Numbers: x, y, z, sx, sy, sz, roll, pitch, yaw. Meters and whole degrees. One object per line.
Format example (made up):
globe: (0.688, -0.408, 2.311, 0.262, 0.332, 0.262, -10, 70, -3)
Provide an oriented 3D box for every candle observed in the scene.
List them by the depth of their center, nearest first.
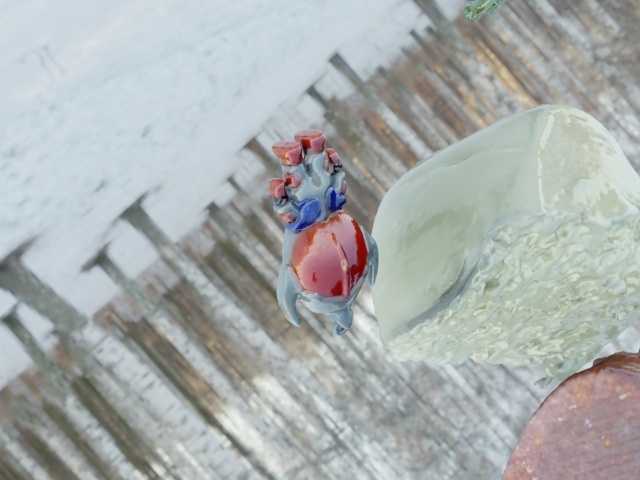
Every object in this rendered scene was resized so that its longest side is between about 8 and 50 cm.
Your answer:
candle: (0.273, 0.278, 1.040, 0.287, 0.317, 0.131, -25, 167, 36)

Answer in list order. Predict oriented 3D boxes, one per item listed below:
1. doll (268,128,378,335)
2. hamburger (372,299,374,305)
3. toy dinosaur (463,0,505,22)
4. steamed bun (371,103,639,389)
doll: (-0.001, 0.000, 0.952, 0.062, 0.194, 0.104, 3, -151, 31)
hamburger: (0.153, 0.021, 1.659, 0.149, 0.237, 0.237, 2, -160, 20)
toy dinosaur: (0.270, -0.385, 1.346, 0.447, 0.087, 0.301, -24, 170, -35)
steamed bun: (0.185, 0.003, 1.122, 0.290, 0.273, 0.272, -34, 157, 28)
